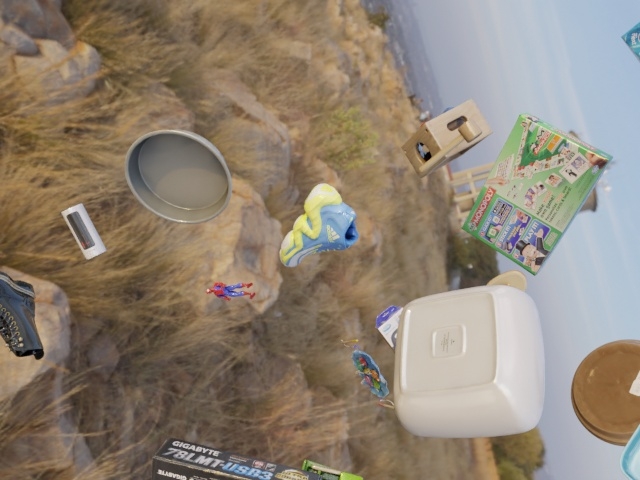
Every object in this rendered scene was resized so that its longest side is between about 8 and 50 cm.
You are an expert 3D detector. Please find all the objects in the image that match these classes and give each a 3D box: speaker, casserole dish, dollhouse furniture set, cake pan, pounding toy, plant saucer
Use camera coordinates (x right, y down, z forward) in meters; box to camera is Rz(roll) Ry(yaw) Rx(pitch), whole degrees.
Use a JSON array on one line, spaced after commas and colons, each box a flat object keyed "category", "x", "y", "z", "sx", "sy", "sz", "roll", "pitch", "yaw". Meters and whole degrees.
[{"category": "speaker", "x": -0.594, "y": -0.021, "z": 1.409, "sx": 0.136, "sy": 0.055, "sz": 0.055, "roll": 66, "pitch": 17, "yaw": -11}, {"category": "casserole dish", "x": 0.601, "y": 0.363, "z": 0.962, "sx": 0.114, "sy": 0.188, "sz": 0.037, "roll": 31, "pitch": -15, "yaw": 41}, {"category": "dollhouse furniture set", "x": -0.007, "y": 0.710, "z": 1.362, "sx": 0.197, "sy": 0.151, "sz": 0.302, "roll": 89, "pitch": 15, "yaw": -69}, {"category": "cake pan", "x": -0.379, "y": -0.176, "z": 1.518, "sx": 0.054, "sy": 0.293, "sz": 0.293, "roll": -81, "pitch": 152, "yaw": -52}, {"category": "pounding toy", "x": 0.243, "y": -0.209, "z": 1.111, "sx": 0.094, "sy": 0.181, "sz": 0.206, "roll": 59, "pitch": -19, "yaw": 4}, {"category": "plant saucer", "x": 0.758, "y": 0.371, "z": 1.404, "sx": 0.041, "sy": 0.278, "sz": 0.278, "roll": 36, "pitch": 36, "yaw": -30}]

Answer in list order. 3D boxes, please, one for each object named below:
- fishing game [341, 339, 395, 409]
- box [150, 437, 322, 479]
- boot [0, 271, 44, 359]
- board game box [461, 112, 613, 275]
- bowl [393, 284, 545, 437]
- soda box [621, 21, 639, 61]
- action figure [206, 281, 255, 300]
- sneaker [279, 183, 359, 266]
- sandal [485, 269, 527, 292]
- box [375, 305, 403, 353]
[{"category": "fishing game", "x": 0.155, "y": 0.444, "z": 1.837, "sx": 0.264, "sy": 0.041, "sz": 0.189, "roll": 61, "pitch": -23, "yaw": -3}, {"category": "box", "x": -0.162, "y": 0.527, "z": 0.997, "sx": 0.073, "sy": 0.295, "sz": 0.294, "roll": -50, "pitch": 148, "yaw": -74}, {"category": "boot", "x": -0.541, "y": 0.131, "z": 0.946, "sx": 0.137, "sy": 0.076, "sz": 0.198, "roll": 67, "pitch": 7, "yaw": 16}, {"category": "board game box", "x": 0.487, "y": -0.104, "z": 1.296, "sx": 0.046, "sy": 0.213, "sz": 0.317, "roll": -23, "pitch": 142, "yaw": -46}, {"category": "bowl", "x": 0.128, "y": 0.103, "z": 0.518, "sx": 0.053, "sy": 0.142, "sz": 0.142, "roll": 45, "pitch": 44, "yaw": -39}, {"category": "soda box", "x": 0.667, "y": -0.371, "z": 1.106, "sx": 0.210, "sy": 0.067, "sz": 0.071, "roll": 2, "pitch": 55, "yaw": -50}, {"category": "action figure", "x": -0.188, "y": 0.103, "z": 1.139, "sx": 0.030, "sy": 0.115, "sz": 0.038, "roll": -41, "pitch": 121, "yaw": -51}, {"category": "sneaker", "x": 0.000, "y": 0.000, "z": 1.146, "sx": 0.091, "sy": 0.126, "sz": 0.240, "roll": -47, "pitch": 169, "yaw": -41}, {"category": "sandal", "x": 0.412, "y": 0.172, "z": 1.376, "sx": 0.088, "sy": 0.240, "sz": 0.079, "roll": 37, "pitch": 39, "yaw": -8}, {"category": "box", "x": 0.195, "y": 0.225, "z": 1.355, "sx": 0.136, "sy": 0.081, "sz": 0.028, "roll": 53, "pitch": -9, "yaw": -12}]
